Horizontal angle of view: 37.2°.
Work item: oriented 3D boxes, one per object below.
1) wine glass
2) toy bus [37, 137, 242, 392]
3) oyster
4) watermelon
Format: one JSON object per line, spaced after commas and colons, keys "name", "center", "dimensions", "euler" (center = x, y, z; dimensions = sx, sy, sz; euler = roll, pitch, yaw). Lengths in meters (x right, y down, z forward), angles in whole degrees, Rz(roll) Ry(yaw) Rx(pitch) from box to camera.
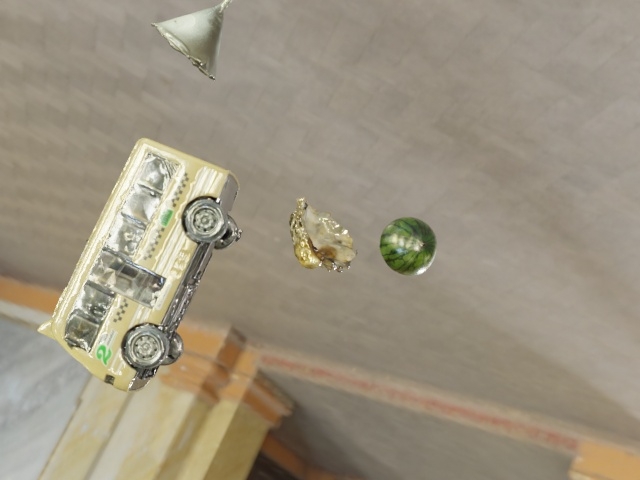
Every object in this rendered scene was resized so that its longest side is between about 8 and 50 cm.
{"name": "wine glass", "center": [-0.170, -0.418, 1.690], "dimensions": [0.156, 0.232, 0.156], "euler": [42, -174, -5]}
{"name": "toy bus", "center": [-0.266, 0.039, 1.463], "dimensions": [0.201, 0.366, 0.177], "euler": [24, 174, 3]}
{"name": "oyster", "center": [-0.006, 0.000, 1.109], "dimensions": [0.103, 0.051, 0.148], "euler": [47, -169, -1]}
{"name": "watermelon", "center": [0.159, 0.006, 1.641], "dimensions": [0.105, 0.106, 0.062], "euler": [30, 158, -12]}
